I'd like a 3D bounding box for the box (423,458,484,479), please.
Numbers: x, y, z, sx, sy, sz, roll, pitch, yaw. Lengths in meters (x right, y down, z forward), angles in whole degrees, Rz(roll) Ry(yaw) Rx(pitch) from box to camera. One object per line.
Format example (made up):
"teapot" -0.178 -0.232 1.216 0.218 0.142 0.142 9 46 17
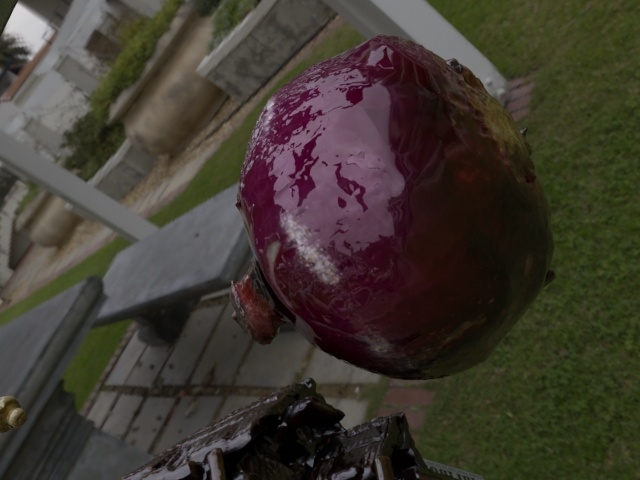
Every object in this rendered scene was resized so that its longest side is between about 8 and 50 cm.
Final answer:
"box" 0.255 0.493 1.385 0.115 0.178 0.035 -100 30 -72

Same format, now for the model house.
"model house" -0.025 0.249 0.732 0.317 0.297 0.282 -29 32 11

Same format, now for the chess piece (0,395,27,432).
"chess piece" -0.461 0.215 0.898 0.060 0.172 0.060 10 -90 -77

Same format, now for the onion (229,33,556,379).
"onion" 0.036 0.001 0.709 0.385 0.348 0.347 -37 27 28

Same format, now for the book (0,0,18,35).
"book" -0.273 -0.228 0.419 0.025 0.215 0.282 8 76 47
